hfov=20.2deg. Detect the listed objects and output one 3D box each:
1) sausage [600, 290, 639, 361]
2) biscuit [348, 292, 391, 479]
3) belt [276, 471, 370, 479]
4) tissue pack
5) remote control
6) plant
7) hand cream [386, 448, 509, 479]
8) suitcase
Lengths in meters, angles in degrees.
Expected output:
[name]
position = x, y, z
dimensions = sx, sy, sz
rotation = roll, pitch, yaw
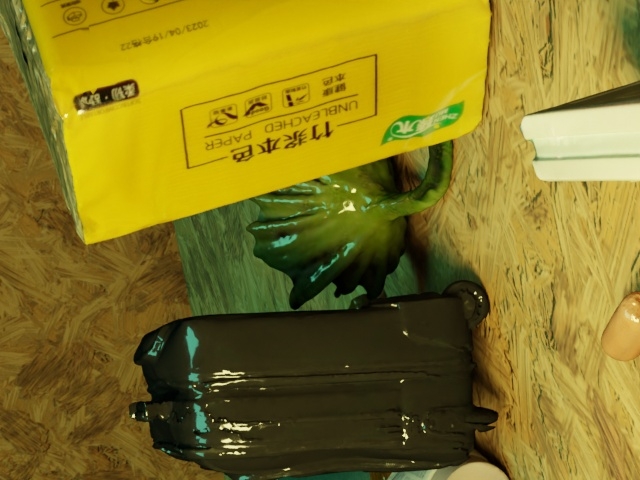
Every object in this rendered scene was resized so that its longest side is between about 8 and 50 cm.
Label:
[sausage]
position = 0.232, 0.064, 1.340
dimensions = 0.083, 0.034, 0.034
rotation = 103, 150, -64
[biscuit]
position = 0.077, 0.197, 2.182
dimensions = 0.278, 0.043, 0.302
rotation = -120, 20, -56
[belt]
position = -0.014, 0.332, 2.460
dimensions = 0.300, 0.173, 0.437
rotation = 85, 163, -47
[tissue pack]
position = -0.077, -0.200, 1.587
dimensions = 0.228, 0.381, 0.293
rotation = 87, 163, -53
[remote control]
position = 0.216, -0.069, 1.080
dimensions = 0.277, 0.102, 0.056
rotation = -175, 69, -77
[plant]
position = 0.032, -0.030, 1.836
dimensions = 0.251, 0.180, 0.333
rotation = 67, 167, -15
[hand cream]
position = 0.122, 0.259, 1.921
dimensions = 0.083, 0.133, 0.248
rotation = 38, 174, -14
[suitcase]
position = -0.022, 0.145, 1.820
dimensions = 0.345, 0.339, 0.188
rotation = 160, 108, -77
